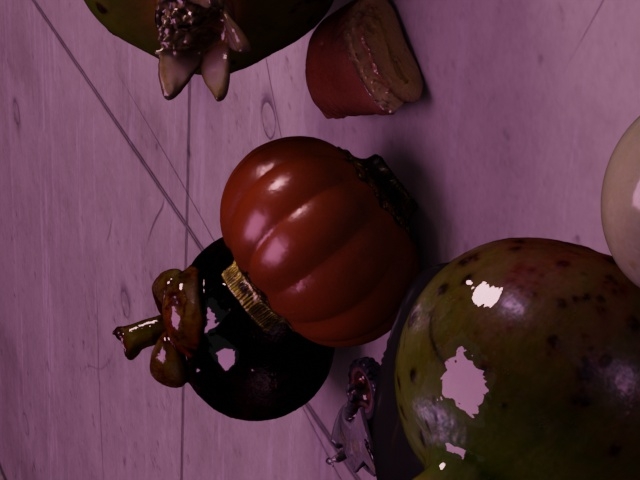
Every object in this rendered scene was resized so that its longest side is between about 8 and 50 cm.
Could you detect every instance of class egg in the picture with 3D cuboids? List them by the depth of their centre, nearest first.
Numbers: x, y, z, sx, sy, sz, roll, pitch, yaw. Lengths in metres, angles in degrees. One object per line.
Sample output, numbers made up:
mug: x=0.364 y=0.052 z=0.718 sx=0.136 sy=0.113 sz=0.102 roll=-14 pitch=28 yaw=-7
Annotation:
egg: x=0.245 y=-0.030 z=1.200 sx=0.114 sy=0.114 sz=0.152 roll=-125 pitch=29 yaw=-50

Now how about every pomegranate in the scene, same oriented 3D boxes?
pomegranate: x=0.158 y=0.150 z=1.288 sx=0.242 sy=0.242 sz=0.306 roll=131 pitch=157 yaw=-64
pomegranate: x=-0.127 y=-0.283 z=1.767 sx=0.290 sy=0.323 sz=0.291 roll=19 pitch=136 yaw=20

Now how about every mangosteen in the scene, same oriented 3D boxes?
mangosteen: x=-0.105 y=0.095 z=1.978 sx=0.211 sy=0.250 sz=0.211 roll=179 pitch=90 yaw=-87

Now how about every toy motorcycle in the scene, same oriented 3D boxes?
toy motorcycle: x=0.065 y=0.229 z=1.830 sx=0.122 sy=0.080 sz=0.215 roll=115 pitch=137 yaw=-56

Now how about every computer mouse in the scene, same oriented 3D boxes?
computer mouse: x=0.116 y=0.169 z=1.625 sx=0.183 sy=0.116 sz=0.323 roll=44 pitch=137 yaw=51

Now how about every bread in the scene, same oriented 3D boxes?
bread: x=0.035 y=-0.178 z=1.762 sx=0.192 sy=0.067 sz=0.119 roll=-179 pitch=81 yaw=-69

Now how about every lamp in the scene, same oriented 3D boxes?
lamp: x=0.000 y=0.000 z=1.747 sx=0.223 sy=0.196 sz=0.223 roll=50 pitch=-177 yaw=-3
